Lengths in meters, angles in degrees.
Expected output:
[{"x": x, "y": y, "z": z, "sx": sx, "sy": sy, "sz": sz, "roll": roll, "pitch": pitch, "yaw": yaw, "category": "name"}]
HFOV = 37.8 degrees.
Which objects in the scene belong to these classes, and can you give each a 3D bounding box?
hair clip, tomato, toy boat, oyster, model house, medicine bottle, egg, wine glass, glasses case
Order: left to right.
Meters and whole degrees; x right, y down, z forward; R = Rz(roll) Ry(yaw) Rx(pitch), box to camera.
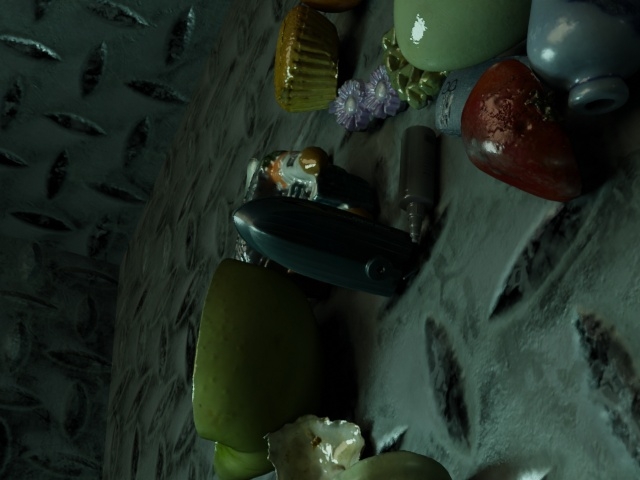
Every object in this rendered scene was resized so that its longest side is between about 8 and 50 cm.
[{"x": -0.165, "y": -0.121, "z": 2.315, "sx": 0.072, "sy": 0.072, "sz": 0.155, "roll": -170, "pitch": 95, "yaw": -70, "category": "wine glass"}, {"x": -0.013, "y": -0.039, "z": 1.684, "sx": 0.301, "sy": 0.190, "sz": 0.271, "roll": -4, "pitch": 69, "yaw": 68, "category": "model house"}, {"x": -0.011, "y": 0.393, "z": 1.460, "sx": 0.161, "sy": 0.107, "sz": 0.233, "roll": 5, "pitch": 71, "yaw": 30, "category": "oyster"}, {"x": 0.001, "y": -0.001, "z": 1.467, "sx": 0.122, "sy": 0.296, "sz": 0.114, "roll": -120, "pitch": 50, "yaw": -67, "category": "toy boat"}, {"x": 0.100, "y": -0.263, "z": 1.745, "sx": 0.292, "sy": 0.084, "sz": 0.106, "roll": -11, "pitch": 82, "yaw": 62, "category": "hair clip"}, {"x": 0.152, "y": -0.086, "z": 1.478, "sx": 0.057, "sy": 0.057, "sz": 0.199, "roll": 138, "pitch": 142, "yaw": -55, "category": "medicine bottle"}, {"x": 0.214, "y": -0.358, "z": 1.262, "sx": 0.295, "sy": 0.218, "sz": 0.218, "roll": -48, "pitch": 26, "yaw": 12, "category": "egg"}, {"x": 0.241, "y": -0.200, "z": 1.319, "sx": 0.282, "sy": 0.067, "sz": 0.109, "roll": -163, "pitch": 87, "yaw": -71, "category": "glasses case"}, {"x": 0.225, "y": -0.117, "z": 1.124, "sx": 0.173, "sy": 0.099, "sz": 0.189, "roll": 93, "pitch": 154, "yaw": -76, "category": "tomato"}]

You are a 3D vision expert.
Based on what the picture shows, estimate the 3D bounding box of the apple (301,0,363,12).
[{"x": 0.034, "y": -0.594, "z": 2.028, "sx": 0.210, "sy": 0.173, "sz": 0.235, "roll": -57, "pitch": 34, "yaw": 27, "category": "apple"}]

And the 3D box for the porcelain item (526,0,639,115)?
[{"x": 0.301, "y": -0.274, "z": 1.081, "sx": 0.141, "sy": 0.141, "sz": 0.259, "roll": 145, "pitch": 123, "yaw": -59, "category": "porcelain item"}]

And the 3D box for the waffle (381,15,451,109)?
[{"x": 0.202, "y": -0.375, "z": 1.530, "sx": 0.309, "sy": 0.056, "sz": 0.292, "roll": -52, "pitch": 31, "yaw": 31, "category": "waffle"}]

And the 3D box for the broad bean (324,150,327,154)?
[{"x": -0.014, "y": -0.057, "z": 1.913, "sx": 0.060, "sy": 0.043, "sz": 0.297, "roll": -29, "pitch": 48, "yaw": 47, "category": "broad bean"}]

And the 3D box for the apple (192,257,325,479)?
[{"x": -0.129, "y": 0.215, "z": 1.637, "sx": 0.320, "sy": 0.311, "sz": 0.360, "roll": -34, "pitch": 36, "yaw": 42, "category": "apple"}]

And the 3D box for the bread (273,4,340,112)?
[{"x": -0.028, "y": -0.393, "z": 2.029, "sx": 0.240, "sy": 0.139, "sz": 0.240, "roll": 3, "pitch": -90, "yaw": -89, "category": "bread"}]

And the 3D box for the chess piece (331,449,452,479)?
[{"x": 0.123, "y": 0.407, "z": 1.035, "sx": 0.182, "sy": 0.182, "sz": 0.330, "roll": -65, "pitch": 28, "yaw": 22, "category": "chess piece"}]
